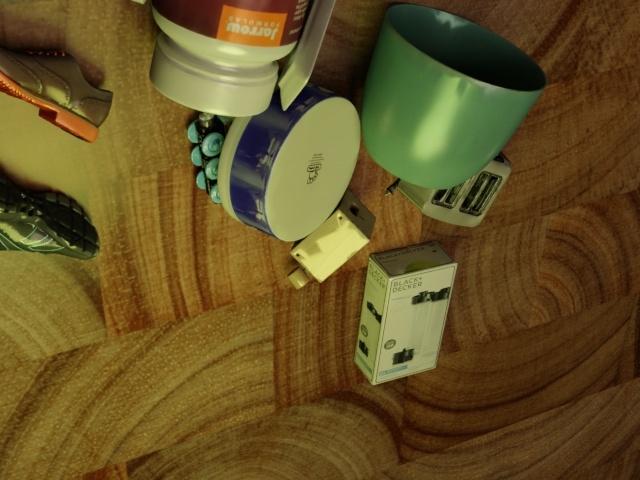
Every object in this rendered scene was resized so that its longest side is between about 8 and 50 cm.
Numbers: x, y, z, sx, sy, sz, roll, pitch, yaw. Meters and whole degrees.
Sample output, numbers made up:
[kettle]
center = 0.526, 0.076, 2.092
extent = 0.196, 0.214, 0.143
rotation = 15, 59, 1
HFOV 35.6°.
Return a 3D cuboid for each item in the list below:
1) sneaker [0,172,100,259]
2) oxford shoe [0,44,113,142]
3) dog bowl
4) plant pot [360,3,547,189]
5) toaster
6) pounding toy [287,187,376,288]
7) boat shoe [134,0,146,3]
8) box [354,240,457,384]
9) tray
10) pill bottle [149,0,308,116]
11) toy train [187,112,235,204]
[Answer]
[sneaker]
center = -0.474, -0.029, 1.594
extent = 0.106, 0.101, 0.267
rotation = -34, 139, 26
[oxford shoe]
center = -0.421, -0.248, 1.462
extent = 0.271, 0.097, 0.098
rotation = 35, 81, -47
[dog bowl]
center = -0.048, -0.136, 1.671
extent = 0.265, 0.104, 0.264
rotation = -40, 144, -37
[plant pot]
center = 0.201, -0.232, 1.708
extent = 0.293, 0.293, 0.235
rotation = 3, 127, -32
[toaster]
center = 0.253, -0.123, 1.929
extent = 0.168, 0.110, 0.185
rotation = 14, 115, -36
[pounding toy]
center = -0.003, 0.000, 1.870
extent = 0.206, 0.181, 0.094
rotation = -41, 100, 21
[boat shoe]
center = -0.267, -0.473, 1.373
extent = 0.102, 0.108, 0.301
rotation = 12, 135, -1
[box]
center = 0.176, 0.154, 2.103
extent = 0.169, 0.087, 0.289
rotation = -10, 127, -25
[tray]
center = -0.009, -0.341, 1.523
extent = 0.030, 0.145, 0.270
rotation = 21, 74, -12
[pill bottle]
center = -0.118, -0.393, 1.427
extent = 0.224, 0.224, 0.392
rotation = -1, 122, -30
[toy train]
center = -0.161, -0.146, 1.690
extent = 0.105, 0.080, 0.184
rotation = -25, 133, -23
